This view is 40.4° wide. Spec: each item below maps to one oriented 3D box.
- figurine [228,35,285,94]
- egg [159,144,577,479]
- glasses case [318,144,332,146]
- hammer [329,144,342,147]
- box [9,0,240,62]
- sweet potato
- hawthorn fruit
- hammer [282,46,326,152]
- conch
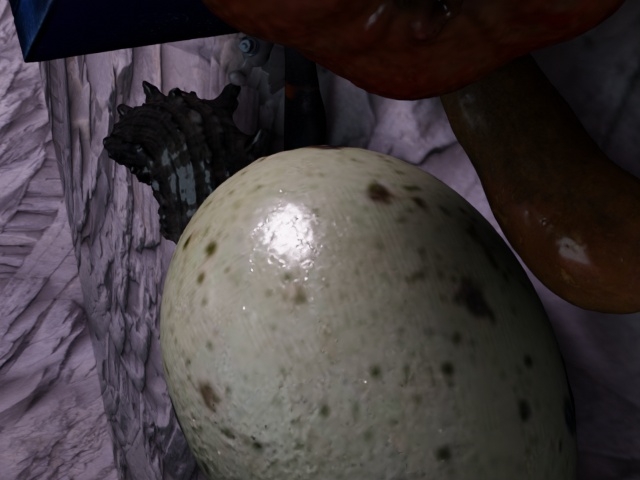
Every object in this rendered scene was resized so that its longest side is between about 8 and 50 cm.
[{"bbox_3d":[-0.057,-0.208,0.934,0.082,0.086,0.094,21,125,18],"label":"figurine"},{"bbox_3d":[0.037,0.100,0.662,0.379,0.288,0.287,51,147,18],"label":"egg"},{"bbox_3d":[0.029,0.060,0.870,0.123,0.076,0.316,-13,97,46],"label":"glasses case"},{"bbox_3d":[0.000,0.000,0.979,0.158,0.041,0.226,57,149,36],"label":"hammer"},{"bbox_3d":[-0.171,-0.284,0.919,0.261,0.279,0.116,-9,96,66],"label":"box"},{"bbox_3d":[0.139,-0.063,0.586,0.291,0.097,0.097,60,151,30],"label":"sweet potato"},{"bbox_3d":[0.048,-0.253,0.506,0.287,0.287,0.330,110,163,-50],"label":"hawthorn fruit"},{"bbox_3d":[-0.026,-0.181,0.873,0.289,0.137,0.037,90,162,-46],"label":"hammer"},{"bbox_3d":[-0.154,-0.085,1.146,0.313,0.186,0.240,48,161,23],"label":"conch"}]
